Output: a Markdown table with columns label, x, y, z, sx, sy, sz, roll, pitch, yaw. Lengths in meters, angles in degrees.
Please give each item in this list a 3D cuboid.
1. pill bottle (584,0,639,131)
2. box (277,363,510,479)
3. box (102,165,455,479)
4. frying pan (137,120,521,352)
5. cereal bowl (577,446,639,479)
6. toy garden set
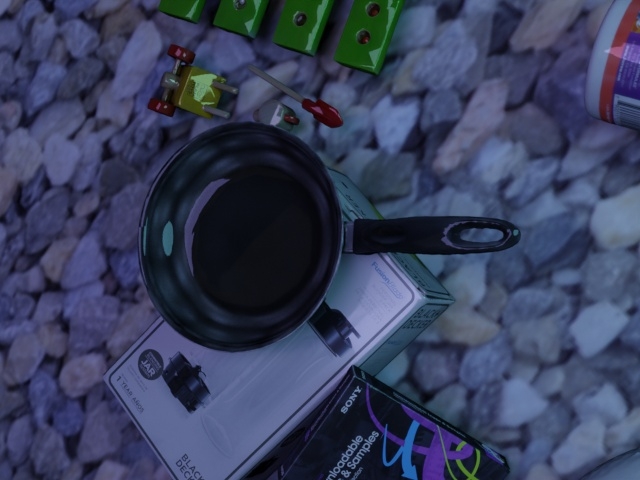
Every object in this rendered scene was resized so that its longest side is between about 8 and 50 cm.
| label | x | y | z | sx | sy | sz | roll | pitch | yaw |
| --- | --- | --- | --- | --- | --- | --- | --- | --- | --- |
| pill bottle | 0.312 | -0.121 | 0.816 | 0.193 | 0.108 | 0.108 | 20 | 93 | 24 |
| box | 0.061 | 0.194 | 0.895 | 0.162 | 0.029 | 0.116 | 32 | 100 | -9 |
| box | -0.041 | 0.090 | 0.965 | 0.290 | 0.087 | 0.169 | -46 | 68 | 14 |
| frying pan | -0.011 | -0.027 | 0.887 | 0.326 | 0.053 | 0.197 | -23 | 75 | 19 |
| cereal bowl | 0.289 | 0.313 | 0.764 | 0.339 | 0.141 | 0.339 | -2 | 84 | 25 |
| toy garden set | -0.046 | -0.192 | 1.022 | 0.244 | 0.049 | 0.204 | 21 | 91 | 24 |
